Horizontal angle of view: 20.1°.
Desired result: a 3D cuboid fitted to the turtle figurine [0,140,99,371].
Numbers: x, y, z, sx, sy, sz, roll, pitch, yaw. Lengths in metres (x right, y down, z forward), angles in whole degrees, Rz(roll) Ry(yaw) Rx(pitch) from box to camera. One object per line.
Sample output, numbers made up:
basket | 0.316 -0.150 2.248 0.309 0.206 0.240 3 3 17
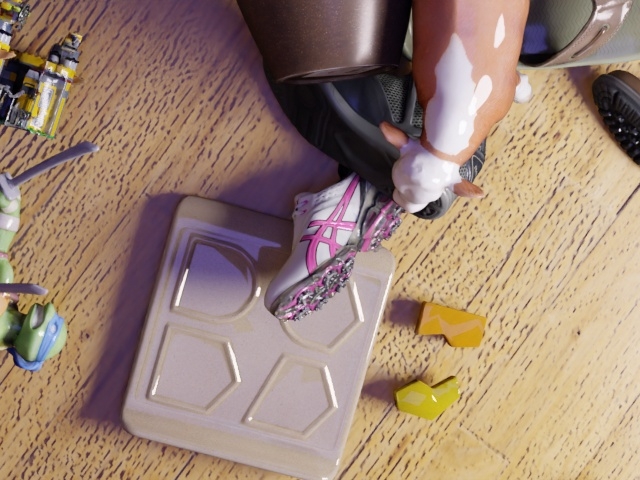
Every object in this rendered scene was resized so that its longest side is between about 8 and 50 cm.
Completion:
turtle figurine | -0.338 -0.005 1.567 0.266 0.274 0.197 14 60 -3

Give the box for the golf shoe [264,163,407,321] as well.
golf shoe | 0.000 0.000 1.637 0.086 0.067 0.186 35 56 14

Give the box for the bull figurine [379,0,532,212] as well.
bull figurine | 0.125 -0.177 1.523 0.101 0.188 0.310 11 108 15

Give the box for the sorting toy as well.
sorting toy | -0.013 0.104 1.688 0.307 0.041 0.229 15 90 -7

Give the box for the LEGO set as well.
LEGO set | -0.315 -0.213 1.502 0.255 0.331 0.192 19 92 13

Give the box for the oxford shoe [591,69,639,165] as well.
oxford shoe | 0.353 -0.096 1.688 0.227 0.083 0.096 36 72 -8

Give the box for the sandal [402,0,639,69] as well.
sandal | 0.216 -0.203 1.629 0.303 0.086 0.120 -12 105 4

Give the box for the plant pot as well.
plant pot | 0.002 -0.254 1.544 0.215 0.215 0.230 -8 89 -5

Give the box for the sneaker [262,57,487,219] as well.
sneaker | 0.059 -0.126 1.649 0.227 0.087 0.130 36 54 16
